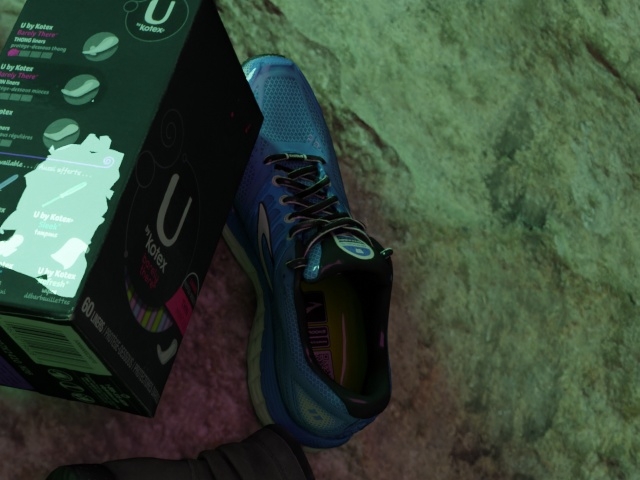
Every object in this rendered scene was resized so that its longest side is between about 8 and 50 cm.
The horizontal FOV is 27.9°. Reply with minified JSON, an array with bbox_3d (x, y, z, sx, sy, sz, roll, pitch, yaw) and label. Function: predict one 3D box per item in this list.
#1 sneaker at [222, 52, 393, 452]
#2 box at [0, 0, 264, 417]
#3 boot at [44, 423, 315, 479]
[{"bbox_3d":[0.000,0.000,1.047,0.129,0.147,0.330,-9,80,-31],"label":"sneaker"},{"bbox_3d":[-0.160,-0.035,0.923,0.143,0.165,0.270,8,63,18],"label":"box"},{"bbox_3d":[-0.072,0.312,0.948,0.222,0.118,0.338,-2,82,-35],"label":"boot"}]
